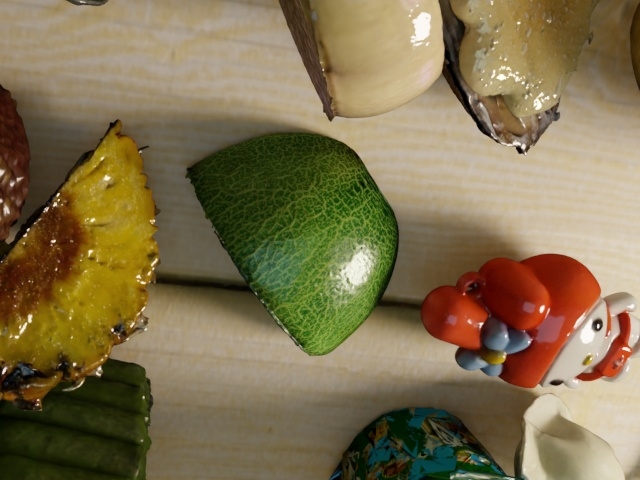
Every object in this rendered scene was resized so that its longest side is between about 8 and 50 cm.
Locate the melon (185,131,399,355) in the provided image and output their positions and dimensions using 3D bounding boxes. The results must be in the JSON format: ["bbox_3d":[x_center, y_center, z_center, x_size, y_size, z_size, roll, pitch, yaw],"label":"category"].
[{"bbox_3d":[0.000,0.000,1.025,0.169,0.129,0.265,-35,112,3],"label":"melon"}]

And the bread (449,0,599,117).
[{"bbox_3d":[0.204,-0.251,0.937,0.181,0.039,0.251,28,83,-37],"label":"bread"}]

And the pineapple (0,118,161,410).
[{"bbox_3d":[-0.265,0.062,0.962,0.161,0.335,0.158,42,143,-25],"label":"pineapple"}]

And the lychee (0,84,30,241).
[{"bbox_3d":[-0.395,-0.066,0.862,0.267,0.267,0.268,-3,113,-7],"label":"lychee"}]

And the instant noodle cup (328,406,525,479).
[{"bbox_3d":[0.125,0.314,1.142,0.240,0.178,0.240,-3,113,-8],"label":"instant noodle cup"}]

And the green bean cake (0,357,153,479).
[{"bbox_3d":[-0.303,0.302,1.002,0.218,0.319,0.335,14,106,-11],"label":"green bean cake"}]

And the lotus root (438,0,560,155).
[{"bbox_3d":[0.149,-0.237,0.971,0.167,0.078,0.329,-37,119,-23],"label":"lotus root"}]

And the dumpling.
[{"bbox_3d":[0.297,0.270,1.175,0.124,0.151,0.229,-25,130,26],"label":"dumpling"}]

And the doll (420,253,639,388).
[{"bbox_3d":[0.244,0.091,1.095,0.290,0.130,0.161,19,115,-31],"label":"doll"}]

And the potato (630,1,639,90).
[{"bbox_3d":[0.503,-0.199,0.971,0.397,0.290,0.296,-35,85,-14],"label":"potato"}]

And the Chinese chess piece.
[{"bbox_3d":[0.013,-0.238,0.848,0.112,0.270,0.270,-20,114,-1],"label":"Chinese chess piece"}]

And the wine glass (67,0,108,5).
[{"bbox_3d":[-0.207,-0.326,0.874,0.103,0.103,0.222,18,108,-15],"label":"wine glass"}]
